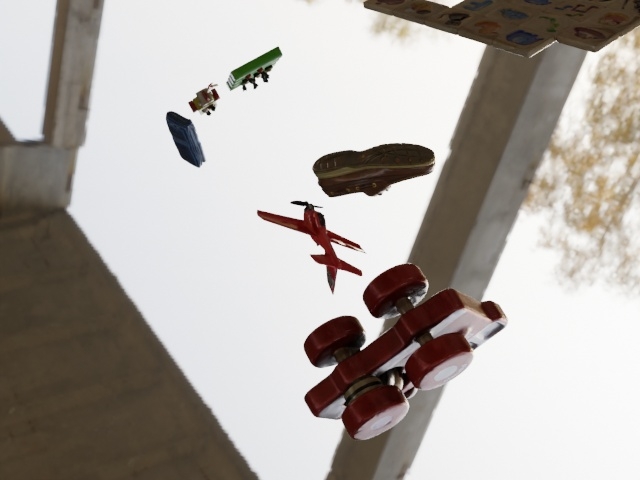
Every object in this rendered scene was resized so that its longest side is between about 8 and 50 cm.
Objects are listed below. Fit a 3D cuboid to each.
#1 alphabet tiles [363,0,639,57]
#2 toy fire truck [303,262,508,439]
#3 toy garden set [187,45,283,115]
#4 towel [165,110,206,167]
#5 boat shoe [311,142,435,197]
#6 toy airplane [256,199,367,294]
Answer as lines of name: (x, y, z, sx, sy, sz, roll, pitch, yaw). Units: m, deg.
alphabet tiles: (0.194, -0.233, 0.852, 0.198, 0.009, 0.237, -32, -136, -32)
toy fire truck: (0.133, 0.185, 1.374, 0.254, 0.302, 0.169, 25, -151, -55)
toy garden set: (-0.176, -0.320, 1.841, 0.204, 0.049, 0.244, -29, -172, -5)
towel: (-0.261, -0.194, 1.702, 0.067, 0.119, 0.029, 28, -116, 27)
boat shoe: (0.078, -0.095, 1.236, 0.178, 0.060, 0.064, -5, -148, 23)
toy airplane: (0.000, 0.000, 0.998, 0.151, 0.028, 0.151, 27, -151, -16)
